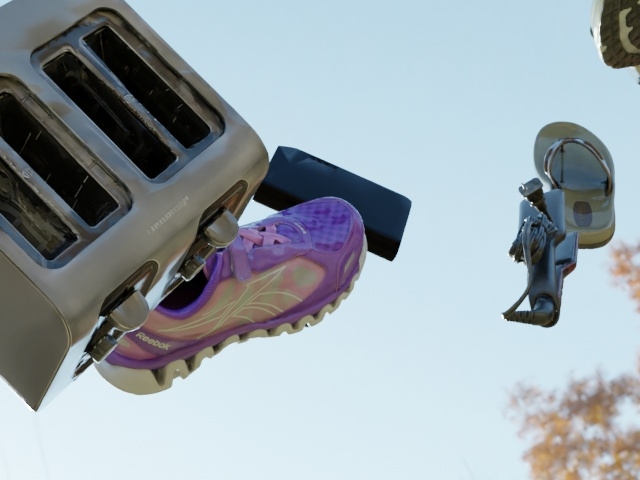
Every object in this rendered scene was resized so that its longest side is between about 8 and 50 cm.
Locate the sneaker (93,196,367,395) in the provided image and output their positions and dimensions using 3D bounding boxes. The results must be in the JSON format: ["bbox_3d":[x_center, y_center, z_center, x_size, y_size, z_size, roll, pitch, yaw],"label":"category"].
[{"bbox_3d":[-0.064,0.022,0.925,0.236,0.095,0.104,-27,-37,-24],"label":"sneaker"}]

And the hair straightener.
[{"bbox_3d":[0.158,0.001,0.949,0.047,0.230,0.089,-17,-77,23],"label":"hair straightener"}]

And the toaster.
[{"bbox_3d":[-0.142,-0.034,0.658,0.168,0.185,0.110,-44,-1,-39],"label":"toaster"}]

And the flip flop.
[{"bbox_3d":[0.350,-0.091,1.718,0.112,0.277,0.080,-5,-55,11],"label":"flip flop"}]

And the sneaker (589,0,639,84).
[{"bbox_3d":[0.386,-0.319,1.578,0.158,0.182,0.410,-35,-15,13],"label":"sneaker"}]

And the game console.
[{"bbox_3d":[0.000,0.000,1.657,0.213,0.361,0.044,23,-57,-2],"label":"game console"}]
